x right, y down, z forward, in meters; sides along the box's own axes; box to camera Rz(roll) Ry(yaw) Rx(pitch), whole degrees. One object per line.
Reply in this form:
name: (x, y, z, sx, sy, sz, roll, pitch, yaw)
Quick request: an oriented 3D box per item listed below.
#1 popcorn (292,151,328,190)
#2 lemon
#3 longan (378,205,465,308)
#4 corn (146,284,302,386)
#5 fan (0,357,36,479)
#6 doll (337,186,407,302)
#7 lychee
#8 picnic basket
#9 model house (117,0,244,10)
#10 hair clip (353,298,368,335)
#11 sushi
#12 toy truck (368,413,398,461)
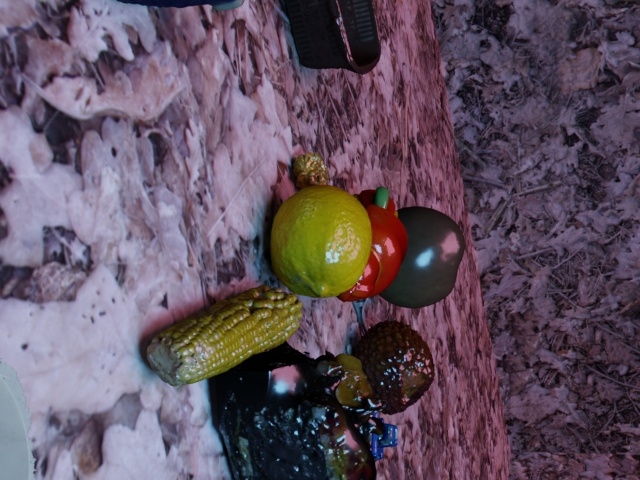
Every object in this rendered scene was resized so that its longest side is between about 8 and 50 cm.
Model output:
popcorn: (-0.020, -0.124, 1.277, 0.083, 0.057, 0.082, -19, 101, -65)
lemon: (0.000, 0.003, 1.138, 0.181, 0.181, 0.193, 27, 63, -64)
longan: (0.217, 0.037, 1.566, 0.248, 0.249, 0.248, -6, 90, -68)
corn: (-0.118, 0.123, 0.926, 0.320, 0.097, 0.096, -16, 100, -66)
fan: (-0.294, 0.236, 0.451, 0.233, 0.012, 0.414, 31, 42, -50)
doll: (0.083, 0.023, 1.339, 0.182, 0.160, 0.363, -57, -179, 28)
lychee: (0.148, 0.263, 1.457, 0.188, 0.188, 0.188, -6, 90, -68)
picnic basket: (0.013, -0.468, 1.347, 0.222, 0.129, 0.296, -50, 130, -59)
model house: (-0.140, -0.427, 0.804, 0.280, 0.245, 0.312, 47, 51, -51)
hair clip: (0.099, 0.167, 1.528, 0.030, 0.039, 0.114, -53, 136, -52)
sushi: (-0.013, 0.272, 0.989, 0.215, 0.213, 0.226, -13, 99, -66)
toy truck: (0.072, 0.364, 1.289, 0.208, 0.126, 0.113, 41, 47, -58)
